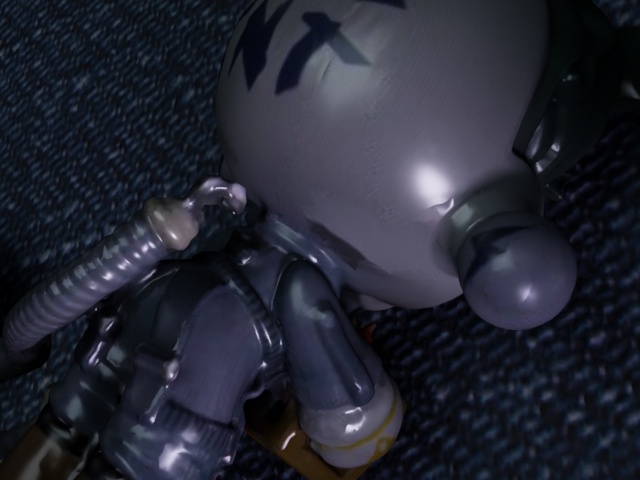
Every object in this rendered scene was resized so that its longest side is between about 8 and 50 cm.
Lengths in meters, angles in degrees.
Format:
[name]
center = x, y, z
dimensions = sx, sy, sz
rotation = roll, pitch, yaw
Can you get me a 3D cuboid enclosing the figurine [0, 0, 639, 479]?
[figurine]
center = 0.003, 0.002, 0.552
dimensions = 0.261, 0.186, 0.382
rotation = 29, 84, 39
